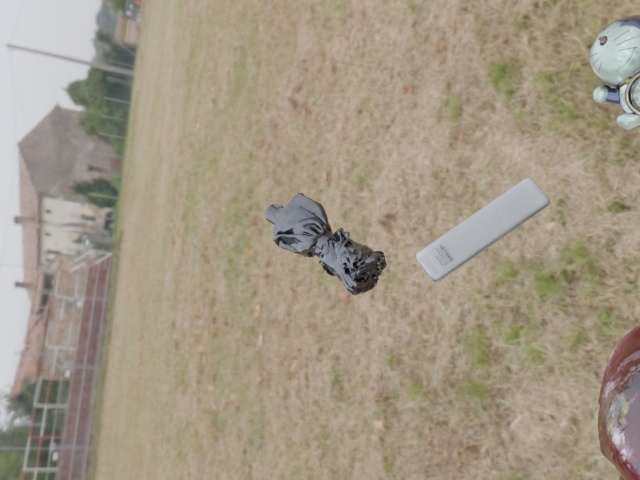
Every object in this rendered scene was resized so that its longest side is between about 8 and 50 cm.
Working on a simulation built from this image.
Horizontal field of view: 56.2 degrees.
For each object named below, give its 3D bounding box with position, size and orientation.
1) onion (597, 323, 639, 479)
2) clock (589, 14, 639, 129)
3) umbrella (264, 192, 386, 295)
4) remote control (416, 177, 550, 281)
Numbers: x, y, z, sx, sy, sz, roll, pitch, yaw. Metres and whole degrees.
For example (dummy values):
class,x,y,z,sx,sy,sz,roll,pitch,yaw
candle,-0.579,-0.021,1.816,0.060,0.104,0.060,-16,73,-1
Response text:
class,x,y,z,sx,sy,sz,roll,pitch,yaw
onion,0.509,0.311,0.760,0.398,0.399,0.420,-105,28,-46
clock,0.697,-0.375,1.329,0.200,0.147,0.243,-26,80,52
umbrella,0.001,0.000,1.164,0.272,0.110,0.122,34,154,28
remote control,0.295,-0.019,1.090,0.067,0.261,0.029,55,177,17
